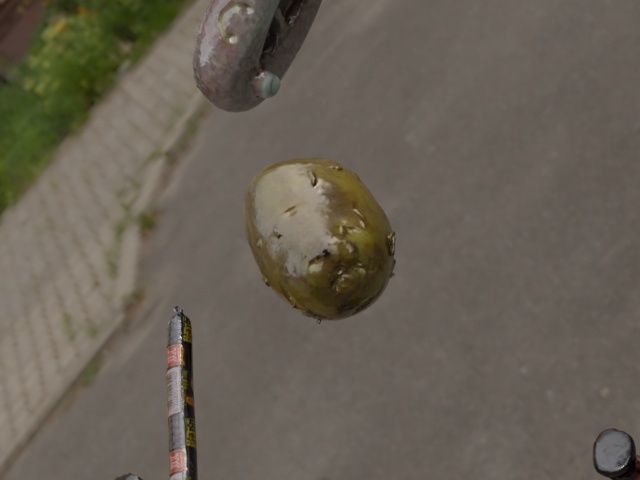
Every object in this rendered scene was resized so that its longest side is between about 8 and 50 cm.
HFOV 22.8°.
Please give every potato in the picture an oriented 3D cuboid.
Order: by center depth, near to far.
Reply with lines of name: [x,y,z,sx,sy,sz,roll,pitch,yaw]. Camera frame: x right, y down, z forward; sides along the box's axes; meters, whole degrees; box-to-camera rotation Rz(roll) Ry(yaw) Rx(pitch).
potato: [0.000,0.000,1.543,0.137,0.137,0.176,-40,56,28]

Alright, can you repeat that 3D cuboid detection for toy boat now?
toy boat: [-0.047,-0.233,1.652,0.227,0.085,0.155,-60,-19,-13]

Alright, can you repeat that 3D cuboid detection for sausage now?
sausage: [-0.121,0.144,1.386,0.028,0.025,0.198,-44,41,42]

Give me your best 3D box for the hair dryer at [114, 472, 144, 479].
hair dryer: [-0.249,0.366,1.711,0.197,0.089,0.251,-12,44,47]

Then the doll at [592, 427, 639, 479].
doll: [0.267,0.231,1.202,0.127,0.249,0.088,30,66,36]
